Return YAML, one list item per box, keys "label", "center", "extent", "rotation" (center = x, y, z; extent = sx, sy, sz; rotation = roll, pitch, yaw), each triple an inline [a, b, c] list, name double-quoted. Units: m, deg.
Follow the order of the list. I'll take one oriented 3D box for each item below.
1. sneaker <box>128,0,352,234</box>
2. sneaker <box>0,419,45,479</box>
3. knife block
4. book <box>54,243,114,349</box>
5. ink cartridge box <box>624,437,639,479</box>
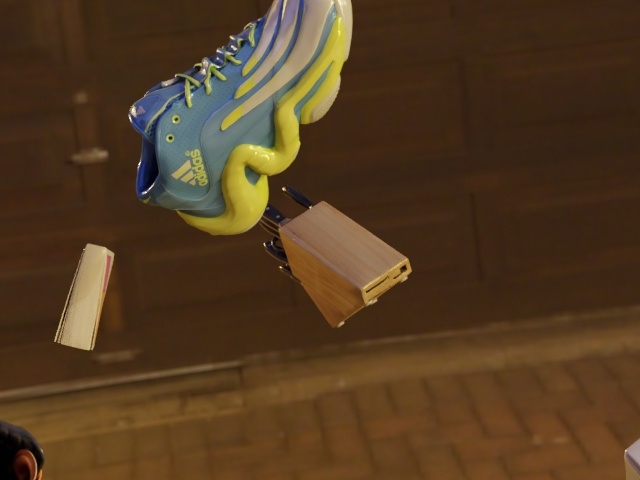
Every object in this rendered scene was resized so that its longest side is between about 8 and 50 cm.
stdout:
- label: "sneaker"
  center: [-0.068, -0.108, 1.042]
  extent: [0.126, 0.240, 0.091]
  rotation: [7, 29, -34]
- label: "sneaker"
  center: [-0.362, 0.339, 1.625]
  extent: [0.180, 0.321, 0.124]
  rotation: [-35, 11, 47]
- label: "knife block"
  center: [0.000, 0.000, 2.027]
  extent: [0.088, 0.242, 0.276]
  rotation: [-34, -4, -19]
- label: "book"
  center: [-0.219, 0.053, 1.310]
  extent: [0.035, 0.096, 0.144]
  rotation: [14, -5, -5]
- label: "ink cartridge box"
  center: [0.462, 0.245, 1.519]
  extent: [0.226, 0.131, 0.306]
  rotation: [-39, -25, -2]
